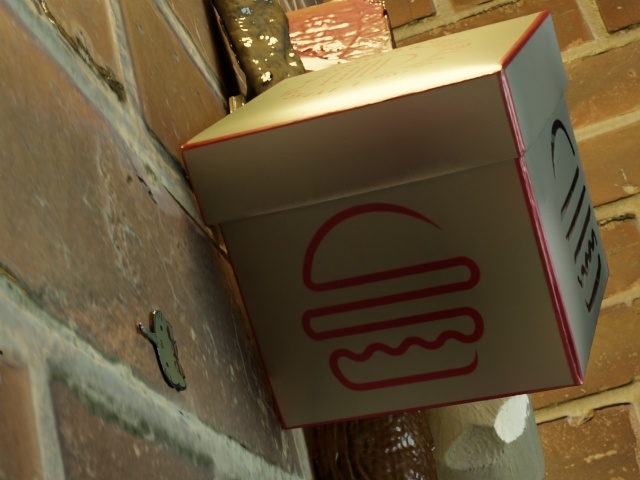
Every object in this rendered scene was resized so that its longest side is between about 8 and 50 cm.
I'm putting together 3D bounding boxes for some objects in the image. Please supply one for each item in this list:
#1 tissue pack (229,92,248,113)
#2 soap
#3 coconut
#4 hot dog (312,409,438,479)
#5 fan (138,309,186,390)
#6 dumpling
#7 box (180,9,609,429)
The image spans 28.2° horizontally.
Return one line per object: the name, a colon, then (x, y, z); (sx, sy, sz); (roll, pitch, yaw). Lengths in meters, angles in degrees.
tissue pack: (-0.086, -0.120, 1.468); (0.108, 0.023, 0.056); (-99, 170, -55)
soap: (0.018, -0.250, 1.841); (0.325, 0.220, 0.127); (-93, 168, -62)
coconut: (0.179, 0.265, 1.753); (0.237, 0.237, 0.266); (-95, 171, -63)
hot dog: (0.069, 0.255, 1.359); (0.196, 0.122, 0.272); (62, 16, -47)
fan: (-0.109, 0.071, 0.871); (0.083, 0.004, 0.056); (57, 18, -67)
dumpling: (-0.063, -0.208, 1.564); (0.166, 0.086, 0.332); (70, 2, -57)
box: (0.095, -0.026, 1.249); (0.314, 0.312, 0.300); (-48, 124, -64)
